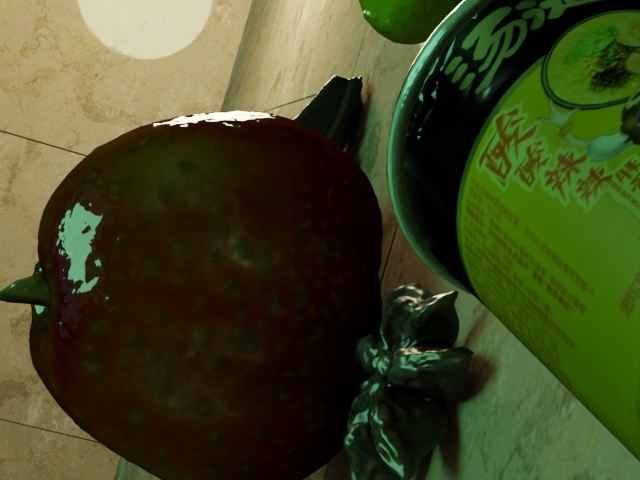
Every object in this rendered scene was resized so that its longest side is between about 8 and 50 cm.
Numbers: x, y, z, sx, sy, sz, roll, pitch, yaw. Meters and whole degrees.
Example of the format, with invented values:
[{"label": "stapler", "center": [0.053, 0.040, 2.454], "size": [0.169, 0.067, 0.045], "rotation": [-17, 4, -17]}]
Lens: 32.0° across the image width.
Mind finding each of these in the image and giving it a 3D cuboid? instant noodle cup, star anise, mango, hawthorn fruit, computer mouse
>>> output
[{"label": "instant noodle cup", "center": [0.159, -0.003, 0.505], "size": [0.236, 0.215, 0.215], "rotation": [-115, 42, -59]}, {"label": "star anise", "center": [0.067, 0.132, 0.959], "size": [0.212, 0.073, 0.197], "rotation": [-172, 100, -79]}, {"label": "mango", "center": [0.099, -0.276, 1.208], "size": [0.100, 0.119, 0.178], "rotation": [-55, 6, -21]}, {"label": "hawthorn fruit", "center": [-0.133, 0.065, 1.154], "size": [0.403, 0.403, 0.403], "rotation": [-164, 90, -77]}, {"label": "computer mouse", "center": [-0.001, -0.129, 1.514], "size": [0.231, 0.071, 0.126], "rotation": [-50, -11, -21]}]
